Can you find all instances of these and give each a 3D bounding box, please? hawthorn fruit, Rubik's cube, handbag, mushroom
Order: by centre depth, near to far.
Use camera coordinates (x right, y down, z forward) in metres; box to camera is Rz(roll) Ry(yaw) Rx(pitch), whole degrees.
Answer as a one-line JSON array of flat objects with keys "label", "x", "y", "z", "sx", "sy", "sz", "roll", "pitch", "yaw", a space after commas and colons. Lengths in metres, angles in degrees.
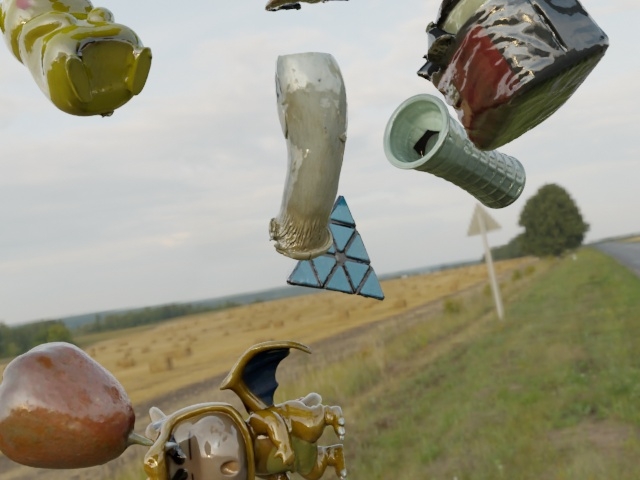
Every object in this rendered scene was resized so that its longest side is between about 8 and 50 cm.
[{"label": "mushroom", "x": -0.014, "y": -0.089, "z": 0.929, "sx": 0.092, "sy": 0.223, "sz": 0.081, "roll": 5, "pitch": 9, "yaw": 37}, {"label": "handbag", "x": 0.221, "y": -0.234, "z": 1.059, "sx": 0.181, "sy": 0.181, "sz": 0.254, "roll": -30, "pitch": -11, "yaw": -5}, {"label": "hawthorn fruit", "x": -0.373, "y": 0.267, "z": 1.311, "sx": 0.251, "sy": 0.199, "sz": 0.199, "roll": 25, "pitch": -6, "yaw": -3}, {"label": "Rubik's cube", "x": 0.000, "y": 0.000, "z": 1.596, "sx": 0.211, "sy": 0.178, "sz": 0.190, "roll": 14, "pitch": -2, "yaw": -37}]

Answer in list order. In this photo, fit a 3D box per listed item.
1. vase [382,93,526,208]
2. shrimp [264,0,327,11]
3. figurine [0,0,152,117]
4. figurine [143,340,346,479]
[{"label": "vase", "x": 0.263, "y": -0.154, "z": 1.596, "sx": 0.143, "sy": 0.143, "sz": 0.299, "roll": -13, "pitch": -23, "yaw": 40}, {"label": "shrimp", "x": -0.044, "y": -0.522, "z": 1.849, "sx": 0.126, "sy": 0.047, "sz": 0.223, "roll": -18, "pitch": 5, "yaw": 28}, {"label": "figurine", "x": -0.400, "y": -0.314, "z": 1.363, "sx": 0.218, "sy": 0.327, "sz": 0.169, "roll": -14, "pitch": -41, "yaw": -40}, {"label": "figurine", "x": -0.148, "y": 0.409, "z": 1.696, "sx": 0.387, "sy": 0.268, "sz": 0.401, "roll": -8, "pitch": -33, "yaw": -7}]
